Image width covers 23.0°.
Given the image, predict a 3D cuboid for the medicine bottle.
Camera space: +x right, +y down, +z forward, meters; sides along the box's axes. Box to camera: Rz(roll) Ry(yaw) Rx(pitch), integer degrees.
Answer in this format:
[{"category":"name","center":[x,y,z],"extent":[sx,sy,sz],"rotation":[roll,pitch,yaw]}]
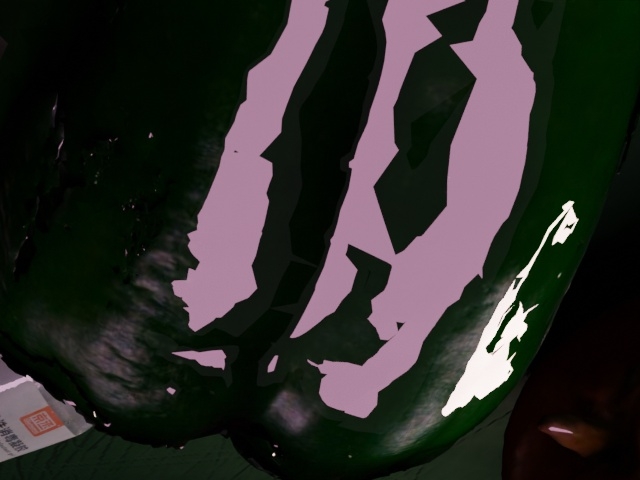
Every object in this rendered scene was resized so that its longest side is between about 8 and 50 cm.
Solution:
[{"category":"medicine bottle","center":[-0.163,0.077,0.822],"extent":[0.209,0.053,0.090],"rotation":[-18,142,3]}]

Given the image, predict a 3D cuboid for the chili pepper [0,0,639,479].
[{"category":"chili pepper","center":[0.000,-0.059,0.571],"extent":[0.249,0.233,0.256],"rotation":[2,130,-30]}]

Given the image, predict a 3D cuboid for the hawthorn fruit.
[{"category":"hawthorn fruit","center":[0.227,0.144,0.873],"extent":[0.300,0.275,0.275],"rotation":[26,127,-29]}]
